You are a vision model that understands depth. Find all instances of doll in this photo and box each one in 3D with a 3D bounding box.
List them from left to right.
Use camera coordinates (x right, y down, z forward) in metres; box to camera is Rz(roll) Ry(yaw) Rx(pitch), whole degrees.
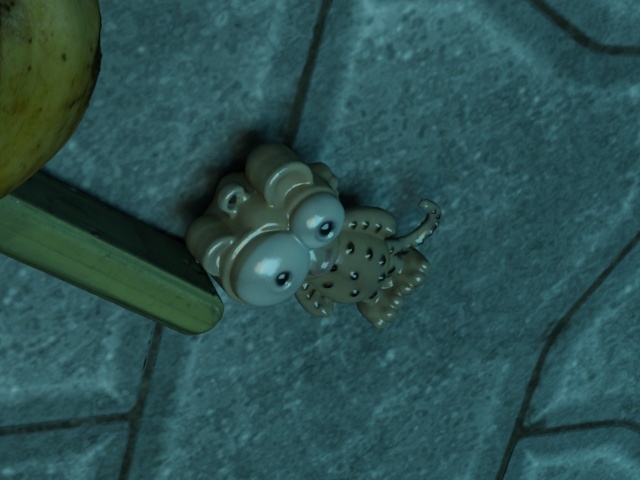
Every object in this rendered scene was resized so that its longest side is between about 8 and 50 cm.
[{"bbox_3d":[-0.001,0.002,1.809,0.278,0.119,0.154,16,112,-45],"label":"doll"}]

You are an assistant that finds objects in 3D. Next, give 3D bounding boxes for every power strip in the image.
[{"bbox_3d":[-0.234,-0.010,1.660,0.066,0.092,0.387,-48,134,13],"label":"power strip"}]

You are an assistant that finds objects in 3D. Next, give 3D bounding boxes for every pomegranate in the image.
[{"bbox_3d":[-0.310,-0.152,1.359,0.322,0.322,0.322,-17,130,-22],"label":"pomegranate"}]
